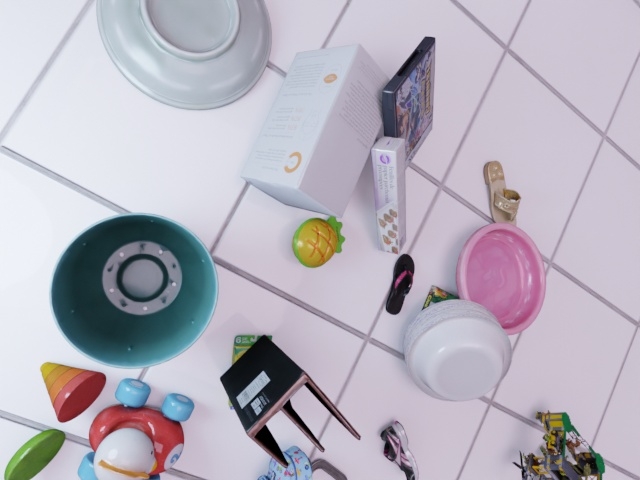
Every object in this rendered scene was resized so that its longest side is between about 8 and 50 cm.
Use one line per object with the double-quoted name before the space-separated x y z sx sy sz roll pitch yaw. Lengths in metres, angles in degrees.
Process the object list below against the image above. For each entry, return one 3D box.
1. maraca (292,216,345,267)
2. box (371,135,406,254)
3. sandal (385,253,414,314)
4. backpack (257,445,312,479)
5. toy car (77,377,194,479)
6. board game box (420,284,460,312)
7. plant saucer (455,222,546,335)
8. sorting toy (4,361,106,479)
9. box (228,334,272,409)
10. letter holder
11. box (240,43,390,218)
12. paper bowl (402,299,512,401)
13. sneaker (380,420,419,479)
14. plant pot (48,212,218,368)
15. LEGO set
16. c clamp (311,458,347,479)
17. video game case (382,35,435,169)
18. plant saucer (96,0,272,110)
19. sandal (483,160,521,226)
"maraca" 0.000 0.000 1.142 0.185 0.099 0.127 -22 109 -44
"box" 0.179 -0.105 1.126 0.067 0.063 0.324 -55 147 -39
"sandal" 0.235 0.127 1.258 0.067 0.040 0.179 17 86 -20
"backpack" -0.087 0.610 1.092 0.116 0.158 0.174 9 86 -27
"toy car" -0.389 0.452 0.933 0.210 0.238 0.219 27 83 -19
"board game box" 0.417 0.249 1.337 0.259 0.030 0.136 26 80 -19
"plant saucer" 0.532 0.115 1.330 0.331 0.084 0.333 3 83 -23
"sorting toy" -0.623 0.406 0.936 0.126 0.127 0.366 33 82 12
"box" -0.172 0.330 1.114 0.105 0.043 0.180 4 89 -21
"letter holder" -0.073 0.366 0.970 0.152 0.301 0.214 -43 107 -15
"box" -0.005 -0.255 1.042 0.168 0.214 0.346 30 81 -45
"paper bowl" 0.375 0.317 1.201 0.283 0.148 0.285 0 112 1
"sneaker" 0.219 0.609 1.262 0.077 0.072 0.179 -20 90 -7
"plant pot" -0.376 0.091 0.929 0.292 0.235 0.294 0 91 -20
"LEGO set" 0.750 0.721 1.426 0.331 0.192 0.255 42 48 -19
"c clamp" 0.007 0.681 1.201 0.137 0.022 0.161 -44 106 -14
"video game case" 0.229 -0.325 1.122 0.248 0.035 0.275 -55 150 -29
"plant saucer" -0.298 -0.512 1.013 0.399 0.100 0.401 0 91 -20
"sandal" 0.573 -0.131 1.355 0.088 0.079 0.240 -23 99 -18
